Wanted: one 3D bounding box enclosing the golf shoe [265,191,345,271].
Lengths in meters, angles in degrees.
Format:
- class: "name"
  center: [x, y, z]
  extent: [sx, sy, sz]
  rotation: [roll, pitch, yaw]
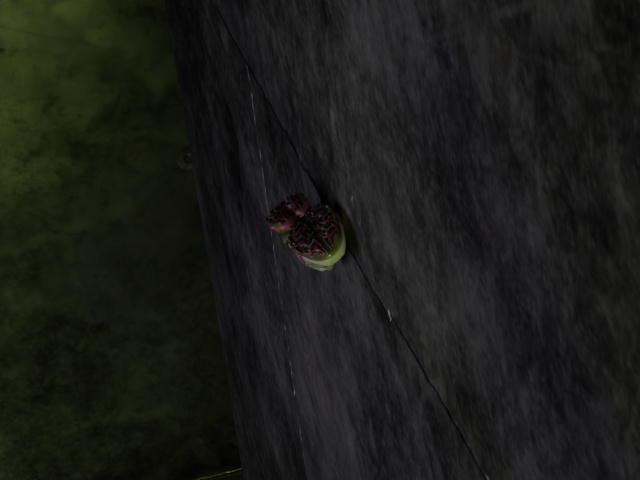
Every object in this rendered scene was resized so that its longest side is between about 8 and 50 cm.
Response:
- class: "golf shoe"
  center: [0.000, 0.000, 1.989]
  extent: [0.086, 0.067, 0.186]
  rotation: [50, 177, -21]
